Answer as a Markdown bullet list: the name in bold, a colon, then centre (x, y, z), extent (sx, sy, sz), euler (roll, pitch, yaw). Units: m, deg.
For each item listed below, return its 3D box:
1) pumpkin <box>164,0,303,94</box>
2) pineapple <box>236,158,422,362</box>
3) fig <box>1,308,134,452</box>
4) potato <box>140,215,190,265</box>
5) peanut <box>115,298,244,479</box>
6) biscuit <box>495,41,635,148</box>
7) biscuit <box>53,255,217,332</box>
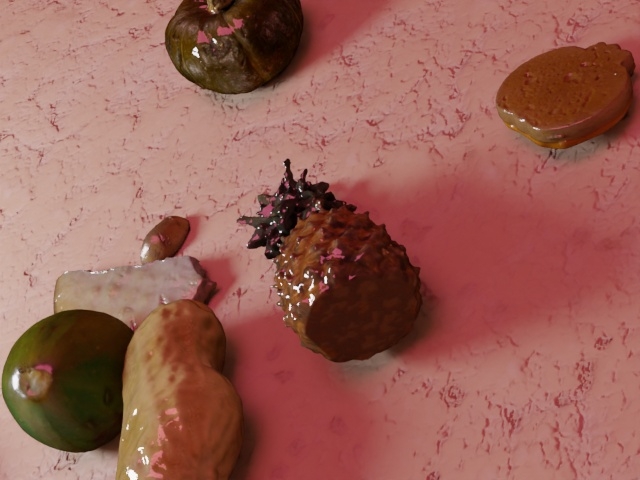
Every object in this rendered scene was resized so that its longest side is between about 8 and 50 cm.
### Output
- **pumpkin**: centre (-0.134, -0.318, 1.842), extent (0.219, 0.162, 0.219), euler (-16, 47, 18)
- **pineapple**: centre (0.000, 0.000, 1.479), extent (0.169, 0.169, 0.340), euler (-35, 35, 5)
- **fig**: centre (-0.311, 0.172, 1.534), extent (0.181, 0.191, 0.181), euler (-1, 83, 11)
- **potato**: centre (-0.215, -0.002, 1.713), extent (0.037, 0.036, 0.093), euler (14, 63, 46)
- **peanut**: centre (-0.157, 0.193, 1.435), extent (0.147, 0.147, 0.319), euler (-23, 39, 18)
- **biscuit**: centre (0.300, -0.172, 1.484), extent (0.170, 0.050, 0.170), euler (-18, 39, 15)
- **biscuit**: centre (-0.268, 0.090, 1.669), extent (0.289, 0.038, 0.141), euler (-5, 52, 33)
